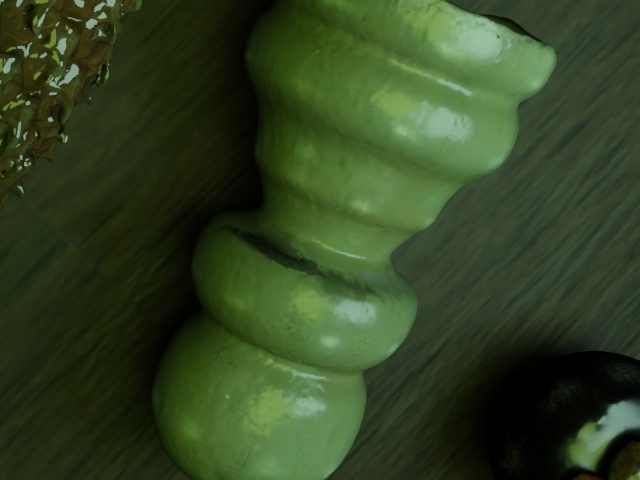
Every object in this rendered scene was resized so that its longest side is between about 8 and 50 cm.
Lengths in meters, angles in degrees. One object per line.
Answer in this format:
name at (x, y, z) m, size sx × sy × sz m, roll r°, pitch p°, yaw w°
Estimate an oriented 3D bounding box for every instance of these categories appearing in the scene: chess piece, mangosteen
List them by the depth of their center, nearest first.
chess piece at (0.000, 0.000, 0.861) m, size 0.182 × 0.182 × 0.330 m, roll 17°, pitch 103°, yaw -23°
mangosteen at (0.189, 0.146, 0.963) m, size 0.137 × 0.151 × 0.137 m, roll -12°, pitch 123°, yaw -18°

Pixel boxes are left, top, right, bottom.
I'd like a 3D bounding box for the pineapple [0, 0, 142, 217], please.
pineapple at (-0.230, -0.061, 0.757) m, size 0.202 × 0.202 × 0.362 m, roll 16°, pitch 115°, yaw -23°
